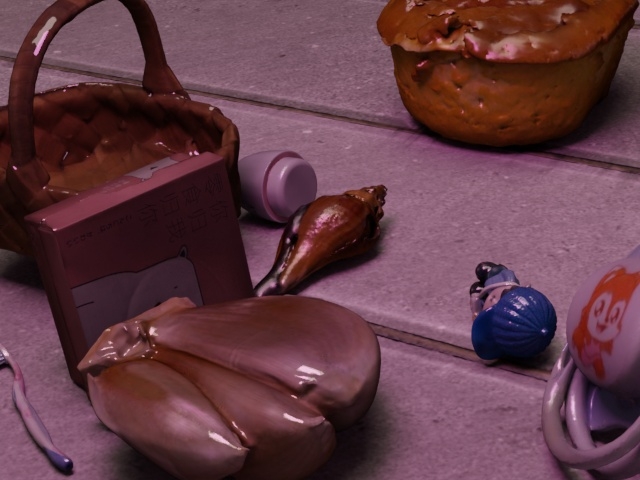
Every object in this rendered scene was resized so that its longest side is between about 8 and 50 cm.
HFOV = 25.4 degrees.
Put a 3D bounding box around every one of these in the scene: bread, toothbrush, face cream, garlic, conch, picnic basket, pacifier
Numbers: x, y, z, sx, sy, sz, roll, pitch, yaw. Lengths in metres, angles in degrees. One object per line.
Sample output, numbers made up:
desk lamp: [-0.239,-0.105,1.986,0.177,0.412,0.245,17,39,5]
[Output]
bread: [0.259,-0.265,1.950,0.337,0.204,0.358,8,30,30]
toothbrush: [-0.311,0.170,1.497,0.027,0.021,0.269,-31,35,-14]
face cream: [-0.060,-0.070,1.789,0.095,0.091,0.091,8,32,40]
garlic: [-0.071,0.143,1.380,0.325,0.132,0.279,18,39,40]
conch: [-0.001,-0.006,1.675,0.232,0.080,0.086,-24,26,-25]
picnic basket: [-0.262,-0.145,1.671,0.337,0.337,0.293,10,33,28]
pacifier: [0.352,0.120,1.310,0.233,0.244,0.299,19,1,-15]

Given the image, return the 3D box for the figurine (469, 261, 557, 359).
figurine: [0.197,0.075,1.508,0.087,0.086,0.149,15,17,-9]

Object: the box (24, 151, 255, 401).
box: [-0.188,0.033,1.516,0.215,0.215,0.086,-27,27,-31]
